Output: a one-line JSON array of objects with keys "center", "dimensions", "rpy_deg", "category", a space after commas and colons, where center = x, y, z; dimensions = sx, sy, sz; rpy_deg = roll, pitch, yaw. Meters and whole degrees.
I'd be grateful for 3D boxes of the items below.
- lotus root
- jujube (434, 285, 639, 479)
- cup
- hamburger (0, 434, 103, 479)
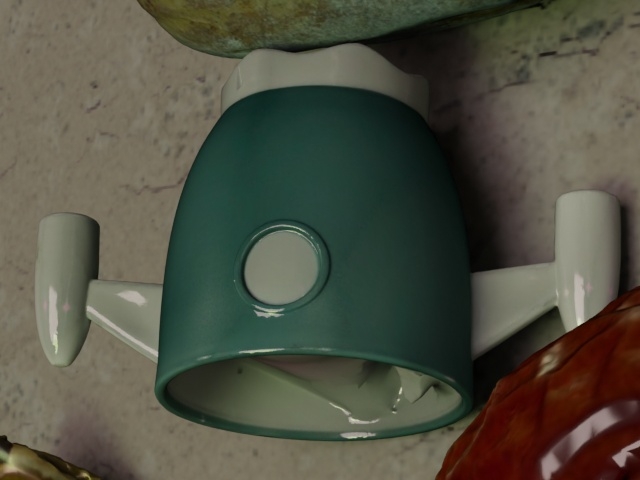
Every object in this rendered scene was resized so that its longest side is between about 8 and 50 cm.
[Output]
[{"center": [0.046, -0.172, 0.941], "dimensions": [0.322, 0.158, 0.140], "rpy_deg": [-5, 95, 31], "category": "lotus root"}, {"center": [0.135, 0.136, 0.781], "dimensions": [0.290, 0.197, 0.197], "rpy_deg": [-56, 51, 34], "category": "jujube"}, {"center": [0.000, 0.000, 0.942], "dimensions": [0.300, 0.167, 0.173], "rpy_deg": [-3, 69, 11], "category": "cup"}, {"center": [-0.149, 0.223, 1.048], "dimensions": [0.155, 0.135, 0.207], "rpy_deg": [2, 58, 4], "category": "hamburger"}]
